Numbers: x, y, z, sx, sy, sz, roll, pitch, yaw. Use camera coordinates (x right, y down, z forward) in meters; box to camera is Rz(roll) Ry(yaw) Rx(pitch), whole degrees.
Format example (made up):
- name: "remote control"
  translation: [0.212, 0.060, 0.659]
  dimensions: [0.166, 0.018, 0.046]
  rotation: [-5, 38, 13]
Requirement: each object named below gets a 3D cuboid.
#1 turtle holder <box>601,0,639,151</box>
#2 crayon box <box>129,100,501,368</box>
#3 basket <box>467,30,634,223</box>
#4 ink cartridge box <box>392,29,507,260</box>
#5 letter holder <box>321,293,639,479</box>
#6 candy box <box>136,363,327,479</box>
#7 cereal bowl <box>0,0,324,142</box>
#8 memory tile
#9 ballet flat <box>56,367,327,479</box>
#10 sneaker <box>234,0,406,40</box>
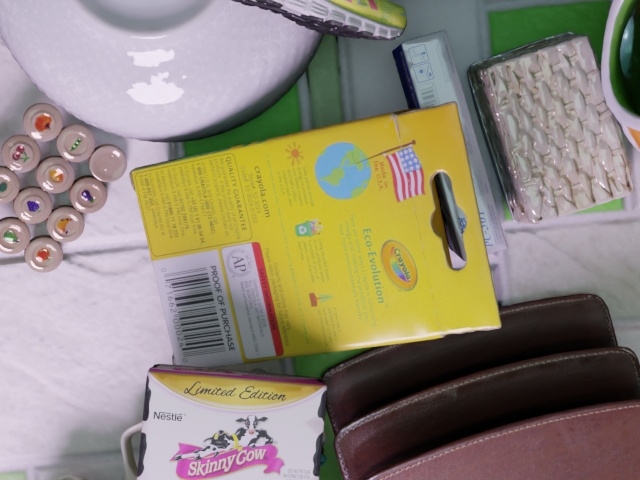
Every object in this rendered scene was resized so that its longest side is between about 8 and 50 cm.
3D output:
- name: "turtle holder"
  translation: [0.373, -0.187, 0.896]
  dimensions: [0.227, 0.243, 0.320]
  rotation: [-2, 128, -27]
- name: "crayon box"
  translation: [0.000, 0.000, 0.974]
  dimensions: [0.318, 0.081, 0.202]
  rotation: [-9, 97, 23]
- name: "basket"
  translation: [0.218, -0.104, 1.006]
  dimensions: [0.113, 0.103, 0.167]
  rotation: [-18, 97, 2]
- name: "ink cartridge box"
  translation: [0.120, -0.089, 1.010]
  dimensions: [0.046, 0.097, 0.207]
  rotation: [-17, 96, 1]
- name: "letter holder"
  translation: [0.165, 0.186, 1.016]
  dimensions: [0.302, 0.152, 0.214]
  rotation: [-16, 94, 1]
- name: "candy box"
  translation: [-0.083, 0.232, 0.942]
  dimensions: [0.159, 0.071, 0.233]
  rotation: [5, 88, -4]
- name: "cereal bowl"
  translation: [-0.147, -0.257, 0.968]
  dimensions: [0.339, 0.141, 0.339]
  rotation: [0, 97, -2]
- name: "memory tile"
  translation: [-0.266, -0.049, 1.031]
  dimensions: [0.113, 0.012, 0.148]
  rotation: [35, 92, -25]
- name: "ballet flat"
  translation: [-0.184, 0.259, 1.043]
  dimensions: [0.400, 0.139, 0.139]
  rotation: [-32, 96, -1]
- name: "sneaker"
  translation: [-0.002, -0.229, 0.898]
  dimensions: [0.208, 0.081, 0.094]
  rotation: [14, 92, -38]
